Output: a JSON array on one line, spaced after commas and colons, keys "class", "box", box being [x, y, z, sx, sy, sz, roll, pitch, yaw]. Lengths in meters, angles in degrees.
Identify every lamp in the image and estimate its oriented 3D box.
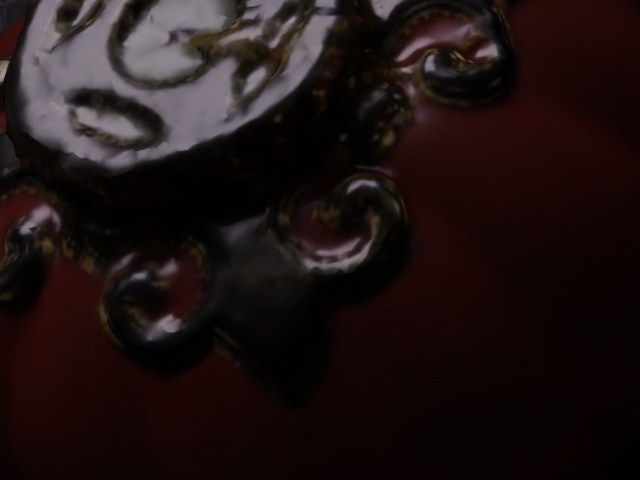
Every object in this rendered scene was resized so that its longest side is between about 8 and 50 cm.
[{"class": "lamp", "box": [0.000, 0.000, 0.520, 0.227, 0.227, 0.227, -27, 10, 5]}]
